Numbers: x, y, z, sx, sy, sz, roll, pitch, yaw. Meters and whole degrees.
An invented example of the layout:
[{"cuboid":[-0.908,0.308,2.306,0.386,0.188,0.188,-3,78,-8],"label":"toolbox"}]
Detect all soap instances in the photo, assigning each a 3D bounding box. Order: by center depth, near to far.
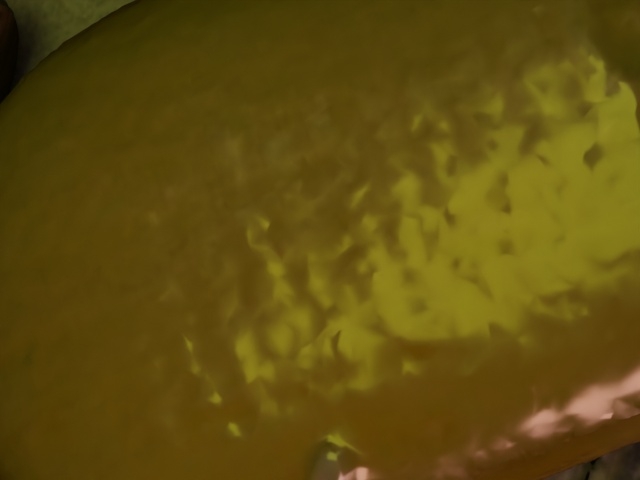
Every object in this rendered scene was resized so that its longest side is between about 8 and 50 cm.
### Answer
[{"cuboid":[0.002,0.000,0.953,0.427,0.115,0.306,-16,81,18],"label":"soap"}]

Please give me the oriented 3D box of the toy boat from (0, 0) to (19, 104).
[{"cuboid":[-0.295,-0.033,1.064,0.321,0.121,0.089,-41,66,11],"label":"toy boat"}]
